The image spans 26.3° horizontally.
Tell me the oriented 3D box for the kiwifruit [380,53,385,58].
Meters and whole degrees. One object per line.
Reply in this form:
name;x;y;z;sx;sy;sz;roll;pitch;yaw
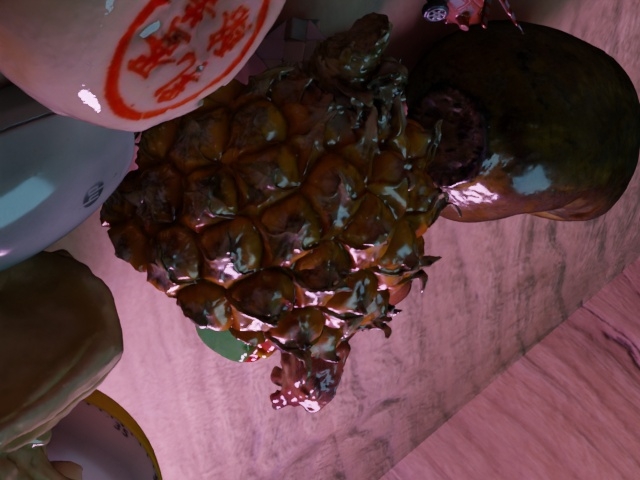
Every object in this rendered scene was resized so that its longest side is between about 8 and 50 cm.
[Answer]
kiwifruit;0.017;-0.154;1.365;0.124;0.075;0.075;-27;154;-27

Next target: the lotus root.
lotus root;0.220;-0.128;1.542;0.250;0.250;0.346;-53;159;25

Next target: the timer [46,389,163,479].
timer;-0.289;0.253;1.400;0.285;0.285;0.285;-37;159;-17

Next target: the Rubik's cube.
Rubik's cube;-0.009;-0.168;1.283;0.073;0.084;0.075;-40;176;4

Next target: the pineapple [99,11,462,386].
pineapple;0.014;-0.034;1.207;0.344;0.209;0.286;5;136;-37

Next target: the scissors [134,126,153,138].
scissors;-0.131;-0.156;1.152;0.101;0.027;0.204;-28;157;-41

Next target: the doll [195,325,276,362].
doll;0.000;0.001;1.514;0.363;0.160;0.182;-30;140;-38

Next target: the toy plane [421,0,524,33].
toy plane;0.118;-0.255;1.326;0.077;0.126;0.194;-22;171;25

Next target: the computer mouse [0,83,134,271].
computer mouse;-0.266;-0.024;1.068;0.288;0.097;0.159;-35;160;-24

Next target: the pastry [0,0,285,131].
pastry;-0.122;-0.192;0.958;0.265;0.133;0.265;-40;158;-20

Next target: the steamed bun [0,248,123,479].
steamed bun;-0.325;0.186;1.133;0.428;0.247;0.189;-30;146;-38

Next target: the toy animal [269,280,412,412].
toy animal;0.029;0.084;1.739;0.312;0.157;0.097;-45;161;9
